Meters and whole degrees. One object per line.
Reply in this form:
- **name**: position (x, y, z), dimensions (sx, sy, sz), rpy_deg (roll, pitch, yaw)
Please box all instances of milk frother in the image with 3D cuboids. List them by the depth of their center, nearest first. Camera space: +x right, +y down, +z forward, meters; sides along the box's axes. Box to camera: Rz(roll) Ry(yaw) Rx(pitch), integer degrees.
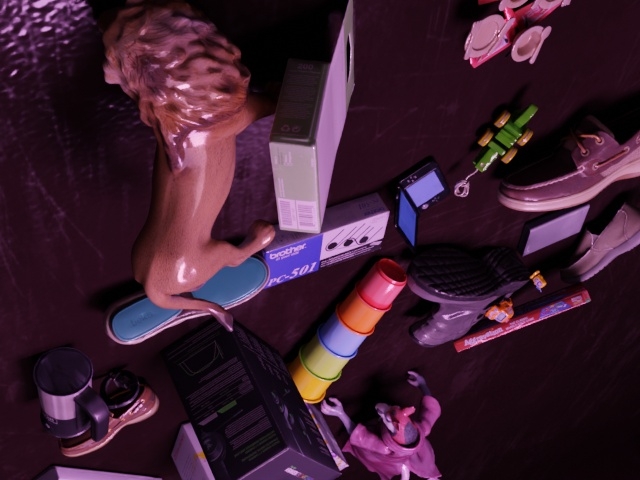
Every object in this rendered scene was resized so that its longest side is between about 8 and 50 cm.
- **milk frother**: position (-0.352, 0.217, 1.412), dimensions (0.134, 0.129, 0.143), rpy_deg (105, 9, -51)

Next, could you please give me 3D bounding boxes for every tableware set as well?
- **tableware set**: position (0.259, -0.289, 1.184), dimensions (0.169, 0.020, 0.141), rpy_deg (-10, 139, -40)

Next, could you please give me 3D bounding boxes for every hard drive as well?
- **hard drive**: position (-0.468, 0.512, 1.786), dimensions (0.203, 0.040, 0.307), rpy_deg (-38, 149, 13)
- **hard drive**: position (0.449, -0.024, 1.799), dimensions (0.135, 0.022, 0.094), rpy_deg (-22, 149, -13)

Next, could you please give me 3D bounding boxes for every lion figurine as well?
- **lion figurine**: position (-0.141, -0.062, 0.994), dimensions (0.240, 0.142, 0.392), rpy_deg (-27, 120, -66)

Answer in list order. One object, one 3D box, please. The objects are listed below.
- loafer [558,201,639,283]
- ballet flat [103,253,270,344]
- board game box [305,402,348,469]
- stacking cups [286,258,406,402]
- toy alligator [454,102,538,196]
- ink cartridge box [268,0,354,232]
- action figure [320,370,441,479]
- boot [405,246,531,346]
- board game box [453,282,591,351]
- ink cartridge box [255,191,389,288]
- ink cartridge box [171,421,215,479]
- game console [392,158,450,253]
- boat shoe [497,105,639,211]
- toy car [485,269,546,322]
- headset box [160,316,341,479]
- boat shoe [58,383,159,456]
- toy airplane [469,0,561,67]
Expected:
- **loafer**: position (0.573, 0.001, 1.901), dimensions (0.094, 0.087, 0.251), rpy_deg (-37, 174, -46)
- **ballet flat**: position (-0.196, 0.078, 1.350), dimensions (0.248, 0.086, 0.086), rpy_deg (-20, 148, -14)
- **board game box**: position (-0.105, 0.465, 1.929), dimensions (0.275, 0.142, 0.144), rpy_deg (-31, 150, 1)
- **stacking cups**: position (0.051, 0.163, 1.665), dimensions (0.096, 0.096, 0.316), rpy_deg (4, 135, -44)
- **toy alligator**: position (0.270, -0.146, 1.439), dimensions (0.189, 0.056, 0.051), rpy_deg (-51, -176, 32)
- **ink cartridge box**: position (-0.005, -0.150, 1.075), dimensions (0.056, 0.235, 0.171), rpy_deg (7, 149, 7)
- **action figure**: position (0.152, 0.445, 2.022), dimensions (0.248, 0.275, 0.370), rpy_deg (-18, 162, -9)
- **boot**: position (0.235, 0.124, 1.739), dimensions (0.338, 0.118, 0.222), rpy_deg (3, 138, -45)
- **board game box**: position (0.412, 0.155, 1.913), dimensions (0.281, 0.027, 0.145), rpy_deg (-23, 179, 12)
- **ink cartridge box**: position (0.000, 0.000, 1.422), dimensions (0.207, 0.046, 0.097), rpy_deg (-18, 147, -19)
- **ink cartridge box**: position (-0.188, 0.434, 1.781), dimensions (0.127, 0.176, 0.128), rpy_deg (-13, 147, -31)
- **game console**: position (0.161, -0.053, 1.457), dimensions (0.107, 0.071, 0.122), rpy_deg (-33, 150, 5)
- **boat shoe**: position (0.444, -0.151, 1.541), dimensions (0.342, 0.123, 0.123), rpy_deg (-18, 119, -9)
- **toy car**: position (0.362, 0.110, 1.713), dimensions (0.122, 0.040, 0.060), rpy_deg (-45, 160, 27)
- **headset box**: position (-0.107, 0.297, 1.538), dimensions (0.131, 0.283, 0.246), rpy_deg (-34, 150, 5)
- **boat shoe**: position (-0.355, 0.290, 1.537), dimensions (0.178, 0.064, 0.060), rpy_deg (-30, 145, -14)
- **toy airplane**: position (0.244, -0.293, 1.212), dimensions (0.151, 0.028, 0.151), rpy_deg (-26, 148, -18)
